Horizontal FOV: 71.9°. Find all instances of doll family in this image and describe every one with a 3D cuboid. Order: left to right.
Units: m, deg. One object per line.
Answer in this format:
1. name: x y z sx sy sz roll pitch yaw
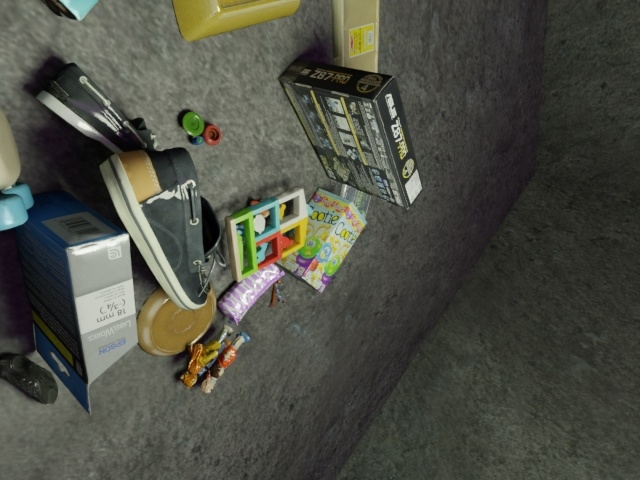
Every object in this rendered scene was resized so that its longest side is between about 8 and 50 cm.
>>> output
1. doll family: -0.312 0.332 1.228 0.163 0.118 0.263 -51 177 -38

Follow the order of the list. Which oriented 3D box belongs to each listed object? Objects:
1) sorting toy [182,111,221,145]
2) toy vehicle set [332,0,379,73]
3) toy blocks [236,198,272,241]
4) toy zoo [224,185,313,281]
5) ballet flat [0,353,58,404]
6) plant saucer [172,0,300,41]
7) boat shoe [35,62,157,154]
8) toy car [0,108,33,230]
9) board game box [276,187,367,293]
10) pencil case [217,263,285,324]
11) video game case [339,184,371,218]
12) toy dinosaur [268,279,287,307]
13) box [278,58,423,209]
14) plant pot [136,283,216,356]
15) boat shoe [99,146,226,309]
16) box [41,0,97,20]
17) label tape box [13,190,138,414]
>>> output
1. sorting toy: -0.274 -0.243 0.990 0.102 0.042 0.061 24 76 -43
2. toy vehicle set: 0.103 -0.572 1.260 0.166 0.035 0.267 -33 134 -36
3. toy blocks: -0.179 -0.057 1.206 0.148 0.054 0.123 3 110 -52
4. toy zoo: -0.127 -0.030 1.215 0.293 0.030 0.192 -29 133 -38
5. ballet flat: -0.598 0.285 0.906 0.058 0.049 0.173 -91 172 -47
6. plant saucer: -0.155 -0.601 0.877 0.332 0.081 0.333 -35 136 -34
7. boat shoe: -0.364 -0.197 0.832 0.091 0.114 0.302 -54 146 -6
8. toy car: -0.558 -0.117 0.596 0.237 0.210 0.219 -14 112 -25
9. board game box: 0.000 0.000 1.393 0.275 0.142 0.144 -57 144 -9
10. pencil case: -0.204 0.144 1.271 0.206 0.088 0.086 -49 144 -21
11. video game case: 0.117 -0.123 1.569 0.173 0.022 0.191 -7 116 -50
12. toy dinosaur: -0.138 0.166 1.412 0.090 0.047 0.082 -36 119 -19
13. box: 0.093 -0.277 1.188 0.097 0.318 0.395 -53 142 -16
14. plant pot: -0.364 0.203 1.152 0.236 0.032 0.236 -30 133 -39
15. boat shoe: -0.278 -0.001 0.900 0.156 0.187 0.500 -26 153 -17
16. box: -0.435 -0.429 0.609 0.060 0.100 0.244 -56 144 -9
17. label tape box: -0.446 0.106 0.810 0.105 0.240 0.334 -22 129 -45
